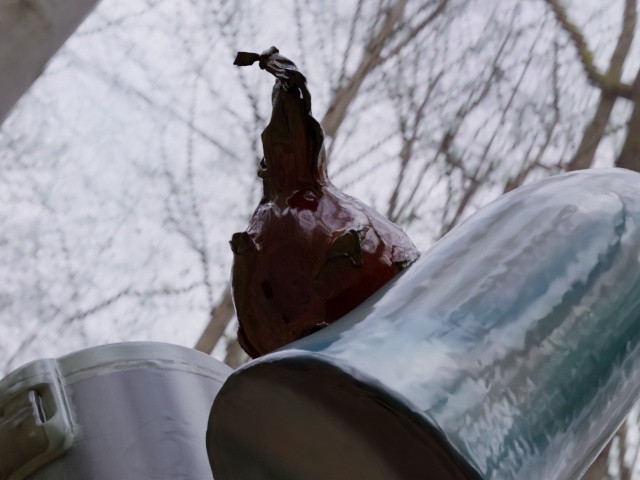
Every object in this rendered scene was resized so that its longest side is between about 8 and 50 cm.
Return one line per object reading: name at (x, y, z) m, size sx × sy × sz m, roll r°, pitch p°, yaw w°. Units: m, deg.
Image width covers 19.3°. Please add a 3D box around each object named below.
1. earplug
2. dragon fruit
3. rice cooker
earplug at (0.107, 0.057, 1.036) m, size 0.185 × 0.324 × 0.185 m, roll 24°, pitch -46°, yaw 27°
dragon fruit at (0.000, 0.000, 1.143) m, size 0.125 × 0.125 × 0.246 m, roll -16°, pitch -82°, yaw -10°
rice cooker at (-0.146, 0.239, 1.459) m, size 0.288 × 0.277 × 0.288 m, roll -11°, pitch -50°, yaw -14°
